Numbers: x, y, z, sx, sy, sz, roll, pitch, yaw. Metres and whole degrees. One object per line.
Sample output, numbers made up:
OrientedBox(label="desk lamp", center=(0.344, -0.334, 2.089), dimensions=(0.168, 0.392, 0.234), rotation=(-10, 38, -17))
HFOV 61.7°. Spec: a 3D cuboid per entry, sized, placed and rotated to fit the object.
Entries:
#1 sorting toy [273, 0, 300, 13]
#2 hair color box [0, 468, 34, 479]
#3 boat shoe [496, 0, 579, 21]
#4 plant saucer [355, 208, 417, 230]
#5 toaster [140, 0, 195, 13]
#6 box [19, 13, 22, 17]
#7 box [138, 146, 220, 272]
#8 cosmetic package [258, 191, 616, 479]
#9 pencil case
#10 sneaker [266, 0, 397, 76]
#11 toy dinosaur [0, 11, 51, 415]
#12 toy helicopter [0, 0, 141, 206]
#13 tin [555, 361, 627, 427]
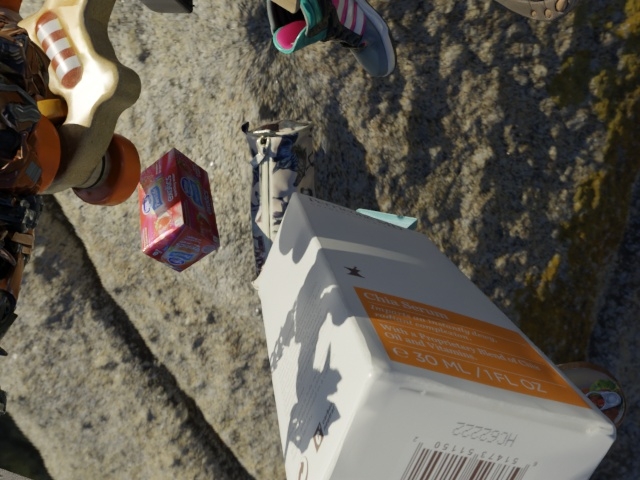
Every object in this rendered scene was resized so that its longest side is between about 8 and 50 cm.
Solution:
OrientedBox(label="sorting toy", center=(-0.076, -0.412, 0.736), dimensions=(0.274, 0.132, 0.046), rotation=(35, 63, 10))
OrientedBox(label="hair color box", center=(-0.460, 0.433, 0.789), dimensions=(0.347, 0.174, 0.105), rotation=(7, 77, 20))
OrientedBox(label="boat shoe", center=(0.231, -0.423, 0.751), dimensions=(0.324, 0.123, 0.116), rotation=(36, 84, 18))
OrientedBox(label="plant saucer", center=(0.096, -0.022, 0.949), dimensions=(0.067, 0.192, 0.018), rotation=(-41, 114, -15))
OrientedBox(label="toaster", center=(-0.387, -0.661, 1.309), dimensions=(0.110, 0.185, 0.168), rotation=(-1, 97, 5))
OrientedBox(label="box", center=(-0.644, -0.335, 1.019), dimensions=(0.168, 0.215, 0.345), rotation=(-25, 118, 4))
OrientedBox(label="box", center=(-0.334, -0.073, 1.250), dimensions=(0.128, 0.256, 0.123), rotation=(-32, 140, 18))
OrientedBox(label="cosmetic package", center=(0.072, 0.107, 0.618), dimensions=(0.230, 0.453, 0.161), rotation=(17, 107, -17))
OrientedBox(label="pencil case", center=(-0.095, -0.074, 1.262), dimensions=(0.160, 0.183, 0.410), rotation=(11, 110, 33))
OrientedBox(label="sneaker", center=(0.010, -0.374, 0.950), dimensions=(0.178, 0.124, 0.295), rotation=(-50, 122, -15))
OrientedBox(label="toy dinosaur", center=(-0.254, 0.011, 0.369), dimensions=(0.164, 0.218, 0.322), rotation=(8, 134, -6))
OrientedBox(label="toy helicopter", center=(-0.266, -0.220, 0.548), dimensions=(0.235, 0.140, 0.355), rotation=(32, 101, 20))
OrientedBox(label="tin", center=(0.345, 0.239, 0.793), dimensions=(0.190, 0.040, 0.106), rotation=(-17, 98, 25))
